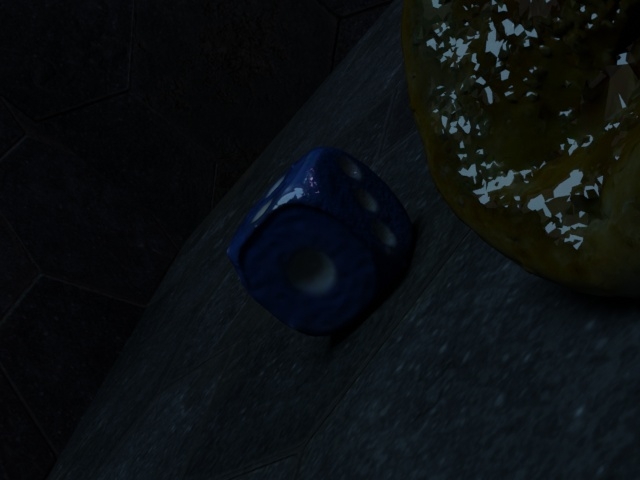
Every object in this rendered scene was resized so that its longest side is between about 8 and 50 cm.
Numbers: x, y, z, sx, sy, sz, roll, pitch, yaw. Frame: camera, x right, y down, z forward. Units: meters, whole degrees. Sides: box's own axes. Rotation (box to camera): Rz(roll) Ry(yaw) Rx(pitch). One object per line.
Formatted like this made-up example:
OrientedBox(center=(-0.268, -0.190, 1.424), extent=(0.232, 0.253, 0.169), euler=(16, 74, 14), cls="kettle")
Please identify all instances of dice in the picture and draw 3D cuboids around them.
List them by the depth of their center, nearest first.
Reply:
OrientedBox(center=(0.000, 0.000, 1.056), extent=(0.143, 0.146, 0.146), euler=(-43, 13, 29), cls="dice")

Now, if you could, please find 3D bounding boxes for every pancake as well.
OrientedBox(center=(0.174, -0.154, 0.590), extent=(0.387, 0.082, 0.387), euler=(-10, 78, 53), cls="pancake")
